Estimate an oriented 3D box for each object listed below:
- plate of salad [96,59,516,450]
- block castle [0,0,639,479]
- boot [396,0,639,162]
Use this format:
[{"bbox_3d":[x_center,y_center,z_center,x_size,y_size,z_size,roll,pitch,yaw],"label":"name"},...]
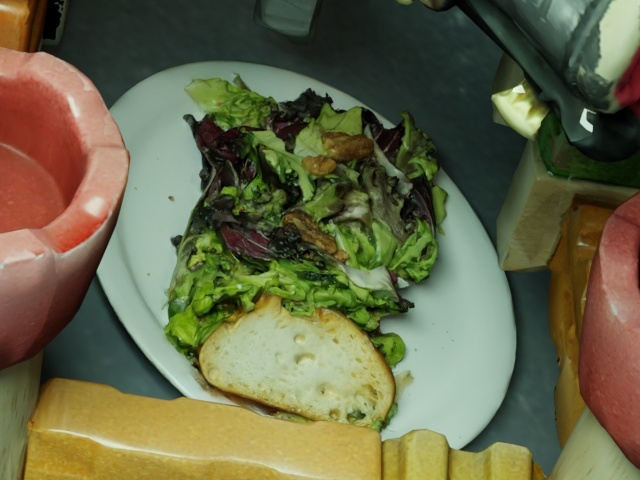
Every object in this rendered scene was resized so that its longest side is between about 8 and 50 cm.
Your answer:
[{"bbox_3d":[0.000,0.000,0.687,0.199,0.048,0.200,18,47,-21],"label":"plate of salad"},{"bbox_3d":[0.008,-0.111,0.600,0.303,0.213,0.453,10,46,-6],"label":"block castle"},{"bbox_3d":[-0.034,-0.135,0.352,0.284,0.138,0.377,39,32,17],"label":"boot"}]
